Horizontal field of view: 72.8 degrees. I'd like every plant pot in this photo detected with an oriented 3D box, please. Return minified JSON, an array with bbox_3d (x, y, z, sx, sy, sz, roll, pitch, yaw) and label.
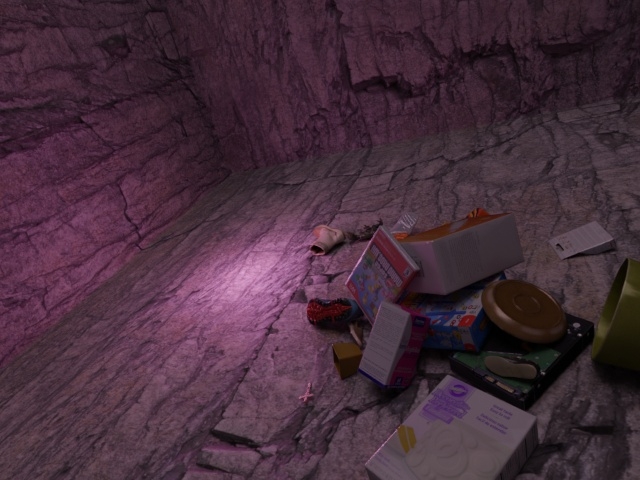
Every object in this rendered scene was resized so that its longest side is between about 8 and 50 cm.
[{"bbox_3d":[0.089,0.372,1.369,0.083,0.081,0.081,-10,24,-11],"label":"plant pot"},{"bbox_3d":[0.851,0.214,1.029,0.293,0.275,0.275,19,41,28],"label":"plant pot"},{"bbox_3d":[0.576,0.186,1.222,0.236,0.032,0.236,4,37,-3],"label":"plant pot"}]

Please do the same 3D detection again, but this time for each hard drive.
[{"bbox_3d":[0.563,0.300,1.220,0.339,0.064,0.237,-30,28,-26],"label":"hard drive"}]

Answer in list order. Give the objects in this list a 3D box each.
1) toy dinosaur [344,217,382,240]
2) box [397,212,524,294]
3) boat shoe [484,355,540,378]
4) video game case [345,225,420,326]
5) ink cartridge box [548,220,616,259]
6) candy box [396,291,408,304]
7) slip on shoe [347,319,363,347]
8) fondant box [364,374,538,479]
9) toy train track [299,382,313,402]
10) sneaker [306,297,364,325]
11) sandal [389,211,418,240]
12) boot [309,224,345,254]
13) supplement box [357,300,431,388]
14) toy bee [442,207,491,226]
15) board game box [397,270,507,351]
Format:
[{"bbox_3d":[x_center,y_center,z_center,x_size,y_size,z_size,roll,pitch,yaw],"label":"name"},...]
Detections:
[{"bbox_3d":[0.257,-0.049,2.115,0.268,0.064,0.118,-9,34,14],"label":"toy dinosaur"},{"bbox_3d":[0.438,0.038,1.396,0.345,0.168,0.215,-17,5,-26],"label":"box"},{"bbox_3d":[0.489,0.322,1.109,0.133,0.049,0.042,-1,2,44],"label":"boat shoe"},{"bbox_3d":[0.193,0.122,1.427,0.025,0.285,0.204,-4,45,-36],"label":"video game case"},{"bbox_3d":[0.954,0.012,1.590,0.179,0.045,0.145,-29,22,21],"label":"ink cartridge box"},{"bbox_3d":[0.259,0.148,1.559,0.165,0.196,0.070,-34,32,-33],"label":"candy box"},{"bbox_3d":[0.127,0.316,1.486,0.041,0.051,0.135,-24,18,-2],"label":"slip on shoe"},{"bbox_3d":[0.299,0.486,0.987,0.330,0.096,0.238,-33,29,-30],"label":"fondant box"},{"bbox_3d":[-0.038,0.469,1.329,0.048,0.014,0.083,-18,19,17],"label":"toy train track"},{"bbox_3d":[0.055,0.267,1.604,0.125,0.104,0.262,12,-14,-39],"label":"sneaker"},{"bbox_3d":[0.362,-0.020,1.963,0.102,0.076,0.265,30,62,29],"label":"sandal"},{"bbox_3d":[0.000,0.000,2.163,0.165,0.077,0.213,-38,32,-30],"label":"boot"},{"bbox_3d":[0.212,0.300,1.250,0.111,0.220,0.114,17,0,-39],"label":"supplement box"},{"bbox_3d":[0.541,0.009,1.704,0.298,0.195,0.162,-39,7,-17],"label":"toy bee"},{"bbox_3d":[0.400,0.215,1.379,0.302,0.086,0.308,-9,21,43],"label":"board game box"}]
